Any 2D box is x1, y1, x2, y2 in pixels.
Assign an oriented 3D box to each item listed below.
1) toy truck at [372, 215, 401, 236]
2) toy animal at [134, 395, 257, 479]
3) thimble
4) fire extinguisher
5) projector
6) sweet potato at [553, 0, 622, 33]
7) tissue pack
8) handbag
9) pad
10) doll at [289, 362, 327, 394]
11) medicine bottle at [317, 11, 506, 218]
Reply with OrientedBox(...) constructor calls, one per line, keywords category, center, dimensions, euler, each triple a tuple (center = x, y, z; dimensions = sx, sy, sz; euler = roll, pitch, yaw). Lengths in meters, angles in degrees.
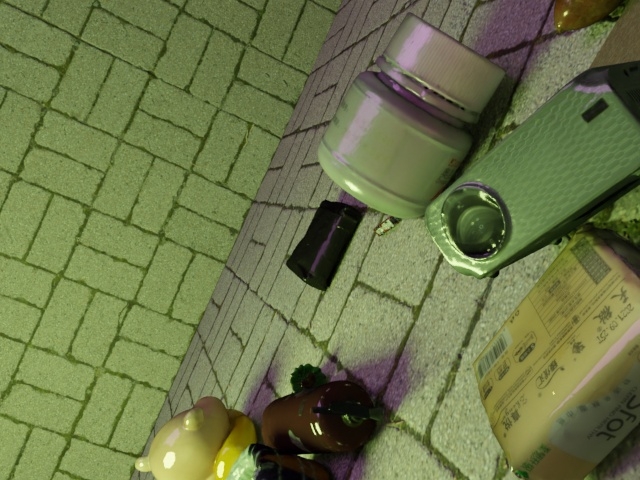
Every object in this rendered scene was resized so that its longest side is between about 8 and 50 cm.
OrientedBox(category="toy truck", center=(0.140, -0.033, 1.279), dimensions=(0.032, 0.024, 0.083), euler=(-41, 0, -29))
OrientedBox(category="toy animal", center=(-0.316, 0.526, 1.513), dimensions=(0.345, 0.246, 0.277), euler=(-60, 16, 20))
OrientedBox(category="thimble", center=(-0.087, 0.479, 1.049), dimensions=(0.237, 0.150, 0.237), euler=(-55, 21, 33))
OrientedBox(category="fire extinguisher", center=(-0.004, 0.308, 1.060), dimensions=(0.337, 0.135, 0.114), euler=(-37, 49, 57))
OrientedBox(category="projector", center=(0.260, -0.069, 0.647), dimensions=(0.250, 0.198, 0.108), euler=(-45, 70, 47))
OrientedBox(category="sweet potato", center=(0.440, -0.441, 0.797), dimensions=(0.385, 0.109, 0.109), euler=(-53, 21, 34))
OrientedBox(category="tissue pack", center=(0.257, 0.109, 0.610), dimensions=(0.222, 0.090, 0.186), euler=(-58, 15, 21))
OrientedBox(category="handbag", center=(0.000, 0.000, 1.565), dimensions=(0.223, 0.080, 0.247), euler=(-65, 17, 1))
OrientedBox(category="pad", center=(0.390, -0.208, 0.790), dimensions=(0.266, 0.002, 0.176), euler=(-62, 17, 12))
OrientedBox(category="doll", center=(-0.023, 0.308, 1.278), dimensions=(0.078, 0.076, 0.113), euler=(-45, -22, -23))
OrientedBox(category="medicine bottle", center=(0.159, -0.218, 1.093), dimensions=(0.302, 0.241, 0.241), euler=(-59, 18, 22))
